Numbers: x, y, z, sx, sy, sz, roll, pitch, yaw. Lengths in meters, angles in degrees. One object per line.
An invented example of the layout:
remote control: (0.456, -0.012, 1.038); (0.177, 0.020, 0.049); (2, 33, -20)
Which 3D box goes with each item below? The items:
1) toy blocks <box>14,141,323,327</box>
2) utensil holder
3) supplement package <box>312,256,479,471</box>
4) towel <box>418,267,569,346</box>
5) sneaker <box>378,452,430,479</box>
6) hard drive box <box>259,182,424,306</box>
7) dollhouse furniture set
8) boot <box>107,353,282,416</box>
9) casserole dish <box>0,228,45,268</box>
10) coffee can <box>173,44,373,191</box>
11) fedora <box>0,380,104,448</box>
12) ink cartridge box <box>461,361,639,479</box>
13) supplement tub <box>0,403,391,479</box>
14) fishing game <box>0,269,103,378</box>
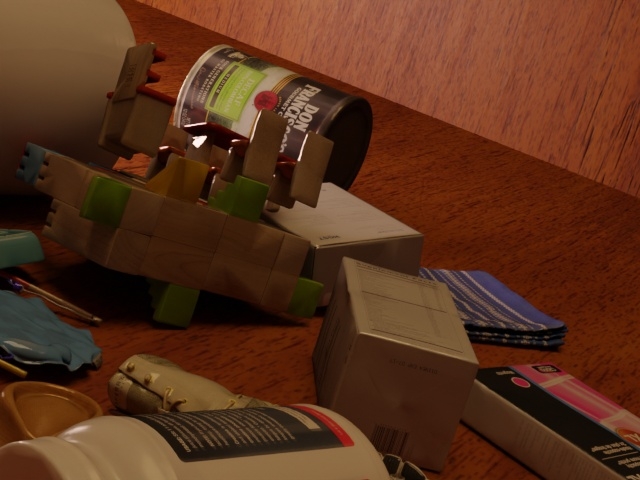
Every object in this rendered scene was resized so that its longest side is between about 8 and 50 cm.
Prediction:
toy blocks: (-0.208, -0.019, 1.709); (0.381, 0.191, 0.261); (17, 3, -44)
utensil holder: (-0.478, -0.216, 1.779); (0.327, 0.328, 0.385); (31, 18, 38)
supplement package: (0.077, 0.132, 1.538); (0.139, 0.134, 0.244); (15, 17, -7)
towel: (0.166, 0.079, 1.978); (0.336, 0.040, 0.243); (8, 18, -30)
sneaker: (0.095, 0.257, 1.304); (0.170, 0.068, 0.071); (18, -23, 19)
hard drive box: (0.000, 0.000, 1.900); (0.181, 0.089, 0.232); (-6, 23, -32)
dollhouse furniture set: (-0.144, -0.139, 1.775); (0.259, 0.135, 0.262); (23, -13, -32)
boot: (-0.133, 0.172, 1.294); (0.165, 0.077, 0.213); (23, 12, 15)
casserole dish: (-0.392, 0.010, 1.556); (0.114, 0.037, 0.188); (3, 7, 22)
coffee can: (-0.079, -0.192, 2.319); (0.275, 0.201, 0.201); (24, 17, 22)
fedora: (-0.238, 0.173, 1.172); (0.194, 0.079, 0.194); (16, 17, -5)
ink cartridge box: (0.332, 0.251, 1.551); (0.175, 0.069, 0.371); (1, 25, -44)
supplement tub: (-0.094, 0.217, 0.978); (0.272, 0.191, 0.191); (3, 22, -42)
fishing game: (-0.317, 0.094, 1.429); (0.189, 0.041, 0.264); (25, 11, -1)
